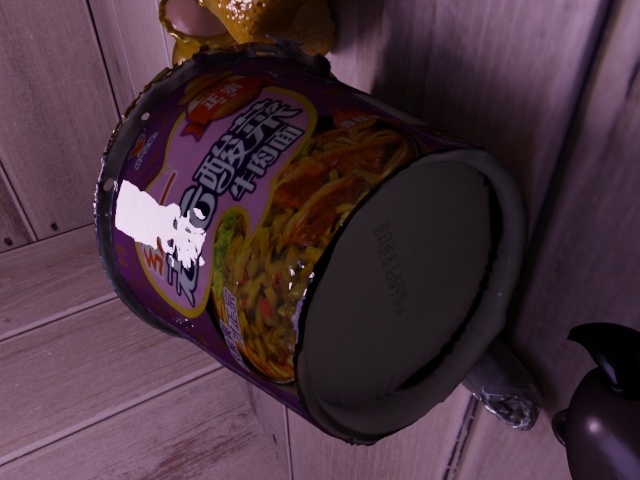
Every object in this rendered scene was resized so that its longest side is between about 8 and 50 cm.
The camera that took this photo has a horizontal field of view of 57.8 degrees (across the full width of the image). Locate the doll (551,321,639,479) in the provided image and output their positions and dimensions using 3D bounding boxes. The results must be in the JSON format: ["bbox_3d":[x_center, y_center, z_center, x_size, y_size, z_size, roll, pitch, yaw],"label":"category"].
[{"bbox_3d":[0.240,0.139,0.313,0.257,0.117,0.181,11,118,65],"label":"doll"}]

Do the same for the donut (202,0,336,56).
[{"bbox_3d":[-0.040,-0.259,0.579,0.101,0.152,0.259,65,160,4],"label":"donut"}]

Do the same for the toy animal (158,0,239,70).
[{"bbox_3d":[-0.174,-0.309,0.886,0.156,0.156,0.229,59,154,25],"label":"toy animal"}]

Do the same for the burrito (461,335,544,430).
[{"bbox_3d":[0.148,0.106,0.594,0.203,0.064,0.064,52,153,40],"label":"burrito"}]

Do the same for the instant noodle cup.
[{"bbox_3d":[0.000,0.000,0.528,0.266,0.340,0.339,30,137,47],"label":"instant noodle cup"}]
